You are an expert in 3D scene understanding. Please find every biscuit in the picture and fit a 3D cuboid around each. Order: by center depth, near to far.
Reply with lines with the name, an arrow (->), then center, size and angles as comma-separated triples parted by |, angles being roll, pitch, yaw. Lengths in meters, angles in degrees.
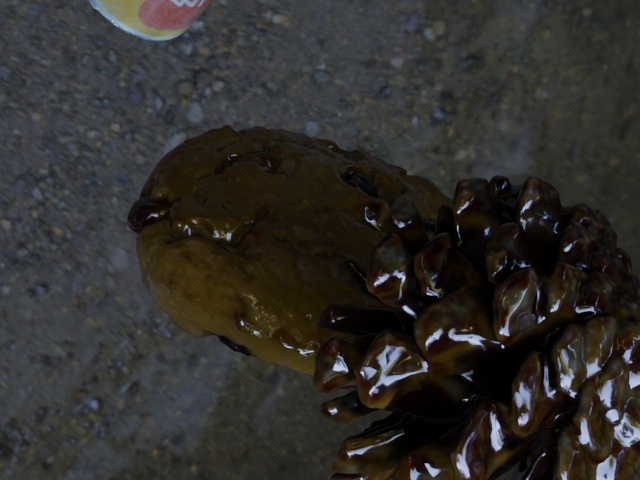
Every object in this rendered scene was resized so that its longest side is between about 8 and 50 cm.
biscuit -> 0.001, -0.001, 0.865 | 0.296, 0.296, 0.075 | -5, 132, -33

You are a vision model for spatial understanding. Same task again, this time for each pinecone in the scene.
pinecone -> 0.098, 0.075, 0.614 | 0.202, 0.201, 0.229 | 69, 26, -60

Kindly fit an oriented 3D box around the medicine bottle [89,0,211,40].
medicine bottle -> -0.011, -0.274, 0.658 | 0.108, 0.426, 0.108 | 19, 53, -28
